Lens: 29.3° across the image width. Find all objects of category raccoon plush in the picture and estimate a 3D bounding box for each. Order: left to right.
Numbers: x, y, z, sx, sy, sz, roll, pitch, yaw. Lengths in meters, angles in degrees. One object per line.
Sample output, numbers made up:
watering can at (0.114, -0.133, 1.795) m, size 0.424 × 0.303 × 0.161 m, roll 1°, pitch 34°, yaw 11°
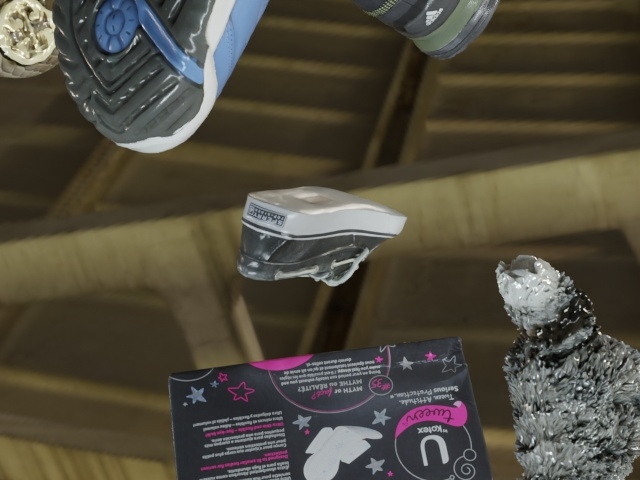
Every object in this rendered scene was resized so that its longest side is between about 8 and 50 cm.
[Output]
raccoon plush at (0.296, 0.261, 1.667) m, size 0.216 × 0.446 × 0.299 m, roll -8°, pitch -129°, yaw 44°

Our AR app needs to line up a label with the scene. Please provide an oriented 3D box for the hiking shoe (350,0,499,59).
hiking shoe at (0.014, -0.202, 0.672) m, size 0.086 × 0.114 × 0.227 m, roll -47°, pitch -127°, yaw 24°

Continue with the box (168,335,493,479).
box at (0.006, 0.194, 1.035) m, size 0.247 × 0.163 × 0.142 m, roll -7°, pitch -123°, yaw -3°

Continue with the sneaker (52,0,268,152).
sneaker at (-0.023, -0.123, 0.395) m, size 0.080 × 0.081 × 0.211 m, roll 4°, pitch -108°, yaw 35°

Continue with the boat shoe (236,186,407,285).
boat shoe at (0.003, 0.001, 1.446) m, size 0.113 × 0.104 × 0.306 m, roll 21°, pitch -167°, yaw 22°

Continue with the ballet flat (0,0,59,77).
ballet flat at (-0.159, -0.193, 0.909) m, size 0.058 × 0.084 × 0.250 m, roll 7°, pitch -147°, yaw 35°
